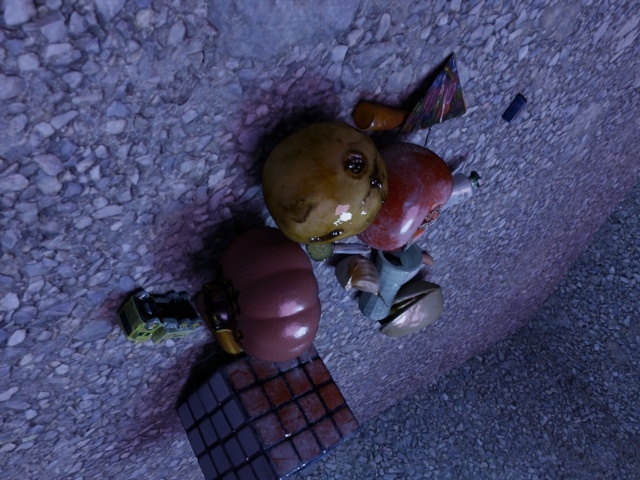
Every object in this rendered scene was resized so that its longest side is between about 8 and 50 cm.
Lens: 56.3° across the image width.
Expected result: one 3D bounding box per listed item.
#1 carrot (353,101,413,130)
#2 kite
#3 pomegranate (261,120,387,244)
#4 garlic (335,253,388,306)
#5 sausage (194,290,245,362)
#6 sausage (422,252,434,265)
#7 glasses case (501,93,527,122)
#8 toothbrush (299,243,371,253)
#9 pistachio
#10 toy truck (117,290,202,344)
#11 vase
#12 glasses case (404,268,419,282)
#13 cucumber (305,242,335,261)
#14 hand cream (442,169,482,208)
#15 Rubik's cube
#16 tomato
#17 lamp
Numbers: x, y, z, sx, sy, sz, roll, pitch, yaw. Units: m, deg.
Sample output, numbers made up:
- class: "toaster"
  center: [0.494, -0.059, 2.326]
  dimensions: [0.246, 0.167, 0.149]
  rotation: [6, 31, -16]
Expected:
- class: "carrot"
  center: [0.159, -0.277, 1.343]
  dimensions: [0.209, 0.061, 0.061]
  rotation: [-11, 140, -47]
- class: "kite"
  center: [0.283, -0.333, 1.417]
  dimensions: [0.321, 0.016, 0.234]
  rotation: [-26, 137, -44]
- class: "pomegranate"
  center: [0.007, -0.114, 1.211]
  dimensions: [0.260, 0.260, 0.260]
  rotation: [-29, 149, -19]
- class: "garlic"
  center: [0.122, 0.114, 1.746]
  dimensions: [0.090, 0.128, 0.198]
  rotation: [-32, 139, 24]
- class: "sausage"
  center: [-0.244, 0.239, 1.569]
  dimensions: [0.082, 0.082, 0.371]
  rotation: [-32, 151, -14]
- class: "sausage"
  center: [0.333, 0.058, 2.020]
  dimensions: [0.043, 0.043, 0.186]
  rotation: [-50, 149, 19]
- class: "glasses case"
  center: [0.549, -0.370, 1.683]
  dimensions: [0.023, 0.033, 0.083]
  rotation: [-18, 146, -53]
- class: "toothbrush"
  center: [0.032, 0.022, 1.634]
  dimensions: [0.375, 0.028, 0.037]
  rotation: [2, 141, -51]
- class: "pistachio"
  center: [0.322, 0.240, 2.129]
  dimensions: [0.288, 0.166, 0.197]
  rotation: [-23, 162, -28]
- class: "toy truck"
  center: [-0.365, 0.181, 1.341]
  dimensions: [0.116, 0.085, 0.191]
  rotation: [-42, 155, 21]
- class: "vase"
  center: [0.209, 0.128, 1.885]
  dimensions: [0.143, 0.143, 0.299]
  rotation: [-22, 150, -29]
- class: "glasses case"
  center: [0.271, 0.126, 2.045]
  dimensions: [0.164, 0.041, 0.063]
  rotation: [-30, 148, -16]
- class: "cucumber"
  center: [0.000, 0.000, 1.437]
  dimensions: [0.067, 0.067, 0.293]
  rotation: [-42, -175, 5]
- class: "hand cream"
  center: [0.303, -0.103, 1.709]
  dimensions: [0.336, 0.076, 0.121]
  rotation: [-27, 155, -1]
- class: "Rubik's cube"
  center: [-0.159, 0.520, 1.728]
  dimensions: [0.344, 0.344, 0.337]
  rotation: [-10, 153, -45]
- class: "tomato"
  center: [0.171, -0.107, 1.409]
  dimensions: [0.270, 0.227, 0.270]
  rotation: [-44, 166, -14]
- class: "lamp"
  center: [-0.133, 0.123, 1.314]
  dimensions: [0.239, 0.305, 0.305]
  rotation: [-14, 143, -20]
